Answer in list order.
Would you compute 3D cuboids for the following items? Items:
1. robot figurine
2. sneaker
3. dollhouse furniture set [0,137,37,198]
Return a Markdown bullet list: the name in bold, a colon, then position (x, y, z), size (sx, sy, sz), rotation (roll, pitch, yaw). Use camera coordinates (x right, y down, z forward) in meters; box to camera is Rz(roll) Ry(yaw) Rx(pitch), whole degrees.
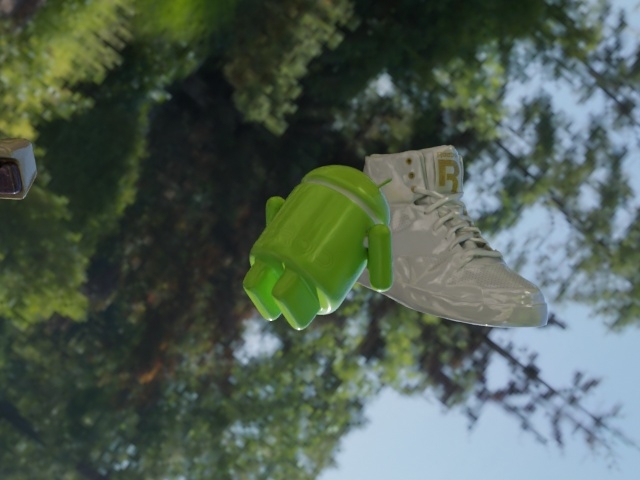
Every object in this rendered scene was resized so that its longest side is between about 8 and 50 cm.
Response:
- **robot figurine**: position (0.000, 0.000, 0.803), size (0.101, 0.067, 0.115), rotation (14, -121, 39)
- **sneaker**: position (0.130, -0.015, 1.332), size (0.292, 0.108, 0.169), rotation (20, -76, 49)
- **dollhouse furniture set**: position (-0.171, 0.019, 0.538), size (0.091, 0.114, 0.081), rotation (3, -157, 23)
